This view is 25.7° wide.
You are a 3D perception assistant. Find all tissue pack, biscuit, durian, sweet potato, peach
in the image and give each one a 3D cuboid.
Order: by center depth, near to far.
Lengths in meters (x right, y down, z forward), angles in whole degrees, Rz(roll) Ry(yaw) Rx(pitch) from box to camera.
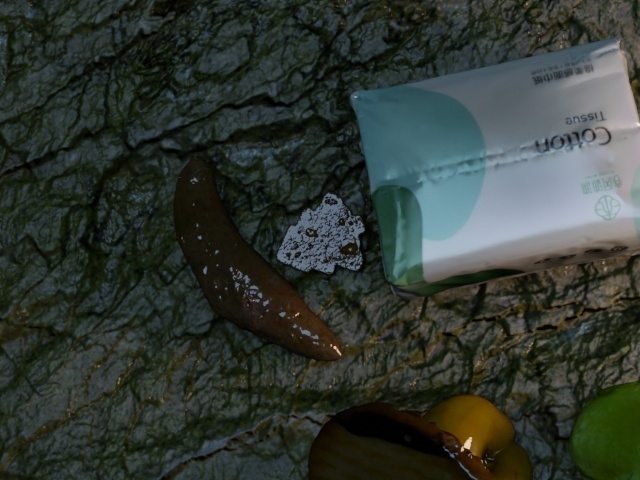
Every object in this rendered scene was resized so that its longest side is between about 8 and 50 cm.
[{"bbox_3d":[0.452,0.298,1.668,0.255,0.204,0.340,-30,74,14],"label":"durian"},{"bbox_3d":[0.115,0.334,1.683,0.318,0.318,0.040,43,49,15],"label":"biscuit"},{"bbox_3d":[0.188,0.278,1.737,0.103,0.179,0.179,-26,71,39],"label":"peach"},{"bbox_3d":[0.233,-0.085,1.788,0.356,0.194,0.266,-12,75,6],"label":"tissue pack"},{"bbox_3d":[-0.108,0.046,1.868,0.114,0.092,0.341,-33,75,-17],"label":"sweet potato"},{"bbox_3d":[0.000,0.000,1.897,0.130,0.019,0.119,-20,76,4],"label":"biscuit"}]
